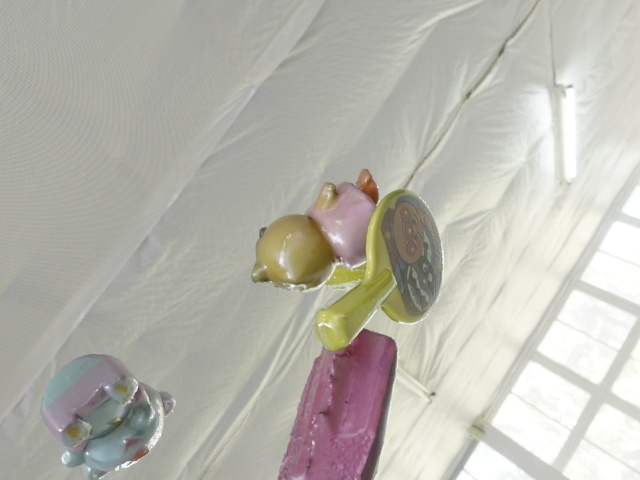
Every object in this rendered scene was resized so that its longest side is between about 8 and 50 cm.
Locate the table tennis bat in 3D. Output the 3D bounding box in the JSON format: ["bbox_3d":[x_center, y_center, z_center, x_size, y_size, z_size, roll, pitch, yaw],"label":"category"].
[{"bbox_3d":[0.111,0.051,0.738,0.368,0.054,0.224,-34,-70,-46],"label":"table tennis bat"}]

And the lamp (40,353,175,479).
[{"bbox_3d":[-0.490,0.383,1.054,0.247,0.247,0.301,-46,-35,-28],"label":"lamp"}]

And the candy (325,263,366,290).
[{"bbox_3d":[0.076,0.062,1.040,0.106,0.199,0.094,27,-106,-19],"label":"candy"}]

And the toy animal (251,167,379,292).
[{"bbox_3d":[0.000,0.003,0.840,0.281,0.169,0.196,-24,-55,-14],"label":"toy animal"}]

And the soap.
[{"bbox_3d":[0.030,0.301,0.798,0.220,0.127,0.325,119,172,-48],"label":"soap"}]
